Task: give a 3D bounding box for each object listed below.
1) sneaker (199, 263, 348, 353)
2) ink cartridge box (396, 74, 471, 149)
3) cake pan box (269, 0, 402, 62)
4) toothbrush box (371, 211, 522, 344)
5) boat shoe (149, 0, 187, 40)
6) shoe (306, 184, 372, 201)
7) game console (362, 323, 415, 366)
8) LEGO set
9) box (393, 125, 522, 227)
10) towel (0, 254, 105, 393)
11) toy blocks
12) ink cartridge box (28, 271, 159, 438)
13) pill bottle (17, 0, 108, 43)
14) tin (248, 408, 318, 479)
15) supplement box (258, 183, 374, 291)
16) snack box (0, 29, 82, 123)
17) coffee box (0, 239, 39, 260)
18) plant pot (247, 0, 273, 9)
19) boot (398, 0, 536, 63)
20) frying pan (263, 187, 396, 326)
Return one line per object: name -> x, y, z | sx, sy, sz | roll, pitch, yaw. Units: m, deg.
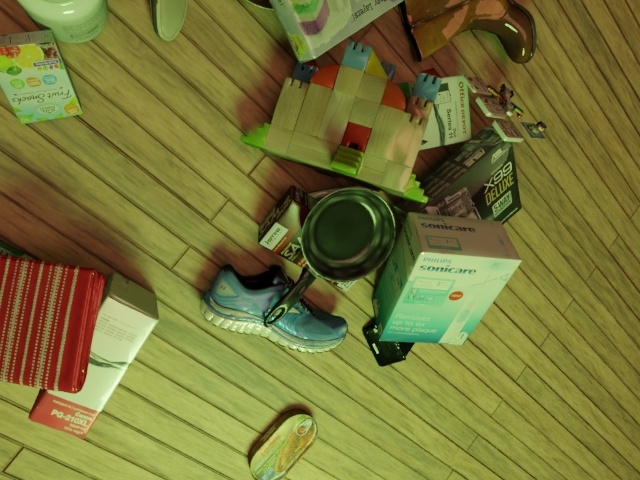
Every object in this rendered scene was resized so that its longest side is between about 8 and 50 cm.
sneaker -> -0.078, 0.138, 0.975 | 0.329, 0.129, 0.147 | 20, 94, -24
ink cartridge box -> 0.232, -0.286, 1.044 | 0.208, 0.087, 0.153 | -15, 105, -20
cake pan box -> 0.015, -0.503, 0.840 | 0.266, 0.070, 0.246 | -39, 121, -20
toothbrush box -> 0.259, 0.093, 1.008 | 0.216, 0.126, 0.296 | 6, 132, -11
boat shoe -> -0.288, -0.471, 0.829 | 0.064, 0.075, 0.206 | 12, 104, 20
shoe -> 0.041, -0.076, 1.018 | 0.177, 0.063, 0.081 | -10, 98, -25
game console -> 0.176, 0.241, 1.159 | 0.107, 0.071, 0.122 | -22, 109, 14
LEGO set -> 0.425, -0.289, 1.056 | 0.244, 0.060, 0.183 | -9, 65, -40
box -> 0.336, -0.081, 1.088 | 0.307, 0.076, 0.242 | -39, 132, -11
towel -> -0.490, 0.125, 0.734 | 0.274, 0.031, 0.199 | 8, 86, 7
toy blocks -> 0.068, -0.257, 0.909 | 0.381, 0.191, 0.261 | 18, 93, 6
ink cartridge box -> -0.400, 0.196, 0.831 | 0.100, 0.172, 0.237 | 33, 86, -23
pill bottle -> -0.398, -0.391, 0.694 | 0.131, 0.229, 0.131 | -4, 101, -21
tin -> -0.089, 0.485, 1.084 | 0.189, 0.040, 0.106 | -45, 116, -9
supplement box -> 0.000, 0.000, 0.985 | 0.239, 0.073, 0.130 | 30, 117, -23
snack box -> -0.466, -0.264, 0.750 | 0.100, 0.037, 0.141 | -15, 149, -18
coffee box -> -0.601, 0.085, 0.802 | 0.113, 0.040, 0.184 | 35, 86, -22
plant pot -> -0.101, -0.570, 0.889 | 0.236, 0.032, 0.237 | -4, 100, -22
boot -> 0.341, -0.483, 1.049 | 0.280, 0.096, 0.264 | -32, 110, -13
frying pan -> 0.029, 0.046, 0.924 | 0.197, 0.053, 0.326 | 19, 105, -22
